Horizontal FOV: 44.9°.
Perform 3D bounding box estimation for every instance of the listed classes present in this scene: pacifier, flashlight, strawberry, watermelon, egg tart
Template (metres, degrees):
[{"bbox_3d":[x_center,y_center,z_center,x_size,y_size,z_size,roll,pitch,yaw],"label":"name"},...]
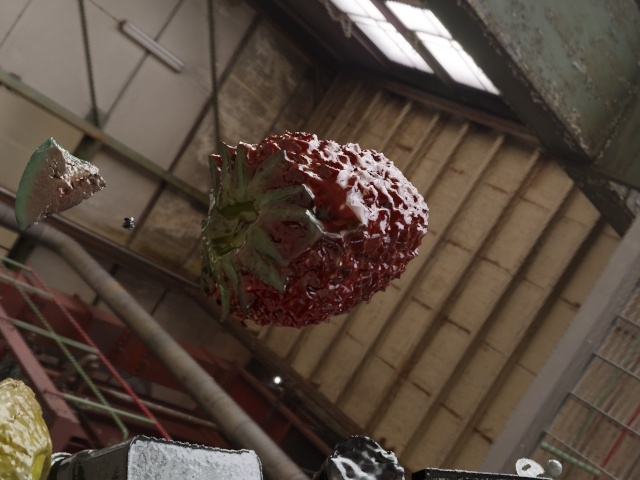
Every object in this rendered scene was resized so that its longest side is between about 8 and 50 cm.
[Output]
[{"bbox_3d":[0.317,0.339,1.106,0.083,0.068,0.064,46,-58,30],"label":"pacifier"},{"bbox_3d":[-0.006,0.387,0.982,0.424,0.103,0.103,113,-30,-45],"label":"flashlight"},{"bbox_3d":[-0.002,0.001,1.113,0.292,0.343,0.292,-15,-111,46],"label":"strawberry"},{"bbox_3d":[-0.382,-0.081,1.104,0.080,0.101,0.155,28,-119,37],"label":"watermelon"},{"bbox_3d":[-0.346,0.269,0.819,0.232,0.098,0.252,107,0,-52],"label":"egg tart"}]

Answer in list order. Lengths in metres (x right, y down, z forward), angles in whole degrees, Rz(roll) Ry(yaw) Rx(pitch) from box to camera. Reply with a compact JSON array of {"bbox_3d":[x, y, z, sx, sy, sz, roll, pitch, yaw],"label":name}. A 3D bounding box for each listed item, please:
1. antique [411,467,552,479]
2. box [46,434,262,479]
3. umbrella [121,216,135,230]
[{"bbox_3d":[0.194,0.282,0.911,0.031,0.192,0.015,-44,-138,48],"label":"antique"},{"bbox_3d":[-0.224,0.342,1.051,0.178,0.274,0.138,-32,-127,33],"label":"box"},{"bbox_3d":[-0.308,-0.027,1.241,0.022,0.022,0.149,-31,-171,-12],"label":"umbrella"}]
